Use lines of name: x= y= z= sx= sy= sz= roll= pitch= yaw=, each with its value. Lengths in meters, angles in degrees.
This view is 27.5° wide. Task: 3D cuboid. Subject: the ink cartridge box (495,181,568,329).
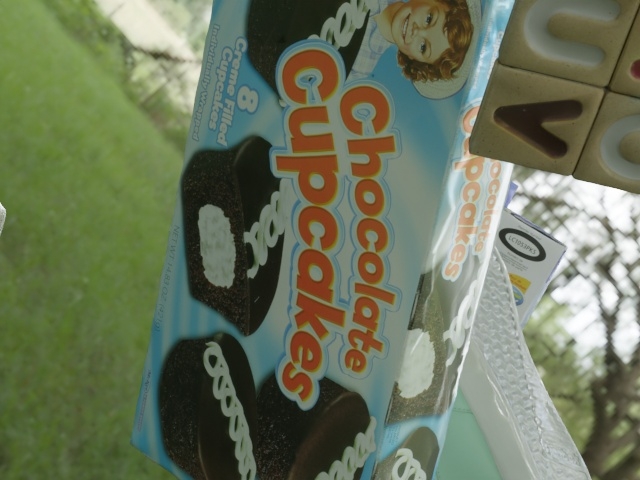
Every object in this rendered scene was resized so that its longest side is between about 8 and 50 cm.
ink cartridge box: x=0.093 y=0.064 z=1.479 sx=0.270 sy=0.396 sz=0.151 roll=31 pitch=-11 yaw=7

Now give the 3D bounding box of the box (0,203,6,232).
box: x=-0.521 y=-0.031 z=1.426 sx=0.311 sy=0.121 sz=0.148 roll=13 pitch=14 yaw=-35

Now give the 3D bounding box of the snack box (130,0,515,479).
snack box: x=0.000 y=0.000 z=0.697 sx=0.060 sy=0.322 sz=0.187 roll=-4 pitch=22 yaw=-46

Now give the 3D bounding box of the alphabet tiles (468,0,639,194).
alphabet tiles: x=0.133 y=-0.108 z=0.403 sx=0.198 sy=0.237 sz=0.009 roll=13 pitch=39 yaw=-2

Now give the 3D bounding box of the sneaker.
sneaker: x=0.051 y=0.085 z=0.802 sx=0.094 sy=0.151 sz=0.256 roll=1 pitch=63 yaw=-51
